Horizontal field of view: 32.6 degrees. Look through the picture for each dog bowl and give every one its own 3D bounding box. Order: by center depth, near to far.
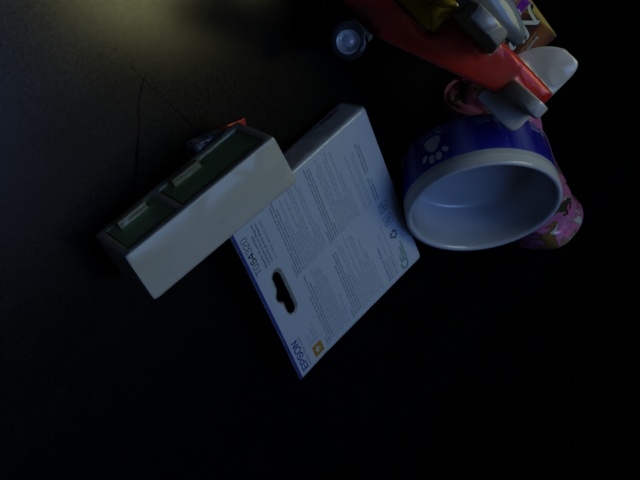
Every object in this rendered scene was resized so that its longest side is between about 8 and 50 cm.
[{"bbox_3d":[0.267,-0.094,1.845,0.265,0.265,0.104,30,42,-44],"label":"dog bowl"}]

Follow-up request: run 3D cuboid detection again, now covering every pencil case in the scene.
[{"bbox_3d":[0.363,-0.150,2.025,0.167,0.160,0.386,-57,132,-28],"label":"pencil case"}]

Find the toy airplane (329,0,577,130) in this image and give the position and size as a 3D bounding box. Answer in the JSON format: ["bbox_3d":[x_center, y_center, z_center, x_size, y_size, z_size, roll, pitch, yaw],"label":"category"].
[{"bbox_3d":[0.226,-0.346,1.683,0.384,0.386,0.272,13,104,-46],"label":"toy airplane"}]

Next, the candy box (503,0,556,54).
[{"bbox_3d":[0.339,-0.398,1.984,0.109,0.053,0.186,-45,134,7],"label":"candy box"}]

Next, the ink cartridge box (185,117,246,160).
[{"bbox_3d":[-0.144,-0.136,1.632,0.115,0.029,0.063,-29,120,-35],"label":"ink cartridge box"}]

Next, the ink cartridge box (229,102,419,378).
[{"bbox_3d":[0.000,0.000,1.779,0.330,0.071,0.324,-43,129,-26],"label":"ink cartridge box"}]

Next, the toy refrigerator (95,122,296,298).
[{"bbox_3d":[-0.176,-0.049,1.544,0.269,0.102,0.094,-41,127,-16],"label":"toy refrigerator"}]
